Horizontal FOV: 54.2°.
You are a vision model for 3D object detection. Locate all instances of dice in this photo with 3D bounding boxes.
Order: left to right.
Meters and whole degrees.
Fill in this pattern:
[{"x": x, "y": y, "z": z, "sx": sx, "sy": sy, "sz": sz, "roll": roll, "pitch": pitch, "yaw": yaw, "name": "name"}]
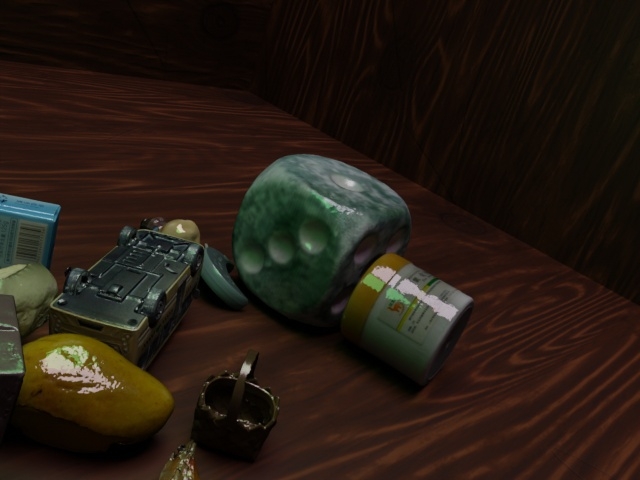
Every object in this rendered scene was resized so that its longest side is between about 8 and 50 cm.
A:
[{"x": 0.000, "y": 0.000, "z": 1.571, "sx": 0.328, "sy": 0.348, "sz": 0.330, "roll": 35, "pitch": 27, "yaw": 28, "name": "dice"}]

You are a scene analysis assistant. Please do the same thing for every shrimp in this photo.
[{"x": -0.208, "y": 0.374, "z": 0.935, "sx": 0.091, "sy": 0.043, "sz": 0.184, "roll": 20, "pitch": 27, "yaw": -18, "name": "shrimp"}]

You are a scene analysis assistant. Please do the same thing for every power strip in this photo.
[{"x": -0.249, "y": 0.074, "z": 1.528, "sx": 0.137, "sy": 0.044, "sz": 0.216, "roll": 44, "pitch": 7, "yaw": -35, "name": "power strip"}]

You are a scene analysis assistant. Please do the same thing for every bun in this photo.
[{"x": -0.564, "y": 0.139, "z": 1.001, "sx": 0.287, "sy": 0.146, "sz": 0.287, "roll": -18, "pitch": 7, "yaw": 2, "name": "bun"}]

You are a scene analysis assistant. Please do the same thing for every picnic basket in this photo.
[{"x": -0.134, "y": 0.267, "z": 1.052, "sx": 0.138, "sy": 0.178, "sz": 0.128, "roll": 18, "pitch": 22, "yaw": -4, "name": "picnic basket"}]

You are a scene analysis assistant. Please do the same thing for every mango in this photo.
[{"x": -0.361, "y": 0.240, "z": 0.973, "sx": 0.262, "sy": 0.130, "sz": 0.167, "roll": 27, "pitch": 50, "yaw": -11, "name": "mango"}]

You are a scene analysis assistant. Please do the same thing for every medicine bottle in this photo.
[{"x": 0.203, "y": 0.180, "z": 1.460, "sx": 0.232, "sy": 0.238, "sz": 0.238, "roll": 29, "pitch": 24, "yaw": 22, "name": "medicine bottle"}]

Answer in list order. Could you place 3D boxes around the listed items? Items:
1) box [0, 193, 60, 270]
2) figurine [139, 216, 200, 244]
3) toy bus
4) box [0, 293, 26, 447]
[{"x": -0.578, "y": 0.036, "z": 1.159, "sx": 0.143, "sy": 0.232, "sz": 0.083, "roll": 12, "pitch": 23, "yaw": -18, "name": "box"}, {"x": -0.400, "y": -0.011, "z": 1.630, "sx": 0.196, "sy": 0.108, "sz": 0.114, "roll": 14, "pitch": 4, "yaw": 39, "name": "figurine"}, {"x": -0.358, "y": 0.117, "z": 1.201, "sx": 0.177, "sy": 0.202, "sz": 0.365, "roll": 15, "pitch": 24, "yaw": 4, "name": "toy bus"}, {"x": -0.494, "y": 0.207, "z": 0.809, "sx": 0.153, "sy": 0.252, "sz": 0.188, "roll": 9, "pitch": 25, "yaw": -37, "name": "box"}]
